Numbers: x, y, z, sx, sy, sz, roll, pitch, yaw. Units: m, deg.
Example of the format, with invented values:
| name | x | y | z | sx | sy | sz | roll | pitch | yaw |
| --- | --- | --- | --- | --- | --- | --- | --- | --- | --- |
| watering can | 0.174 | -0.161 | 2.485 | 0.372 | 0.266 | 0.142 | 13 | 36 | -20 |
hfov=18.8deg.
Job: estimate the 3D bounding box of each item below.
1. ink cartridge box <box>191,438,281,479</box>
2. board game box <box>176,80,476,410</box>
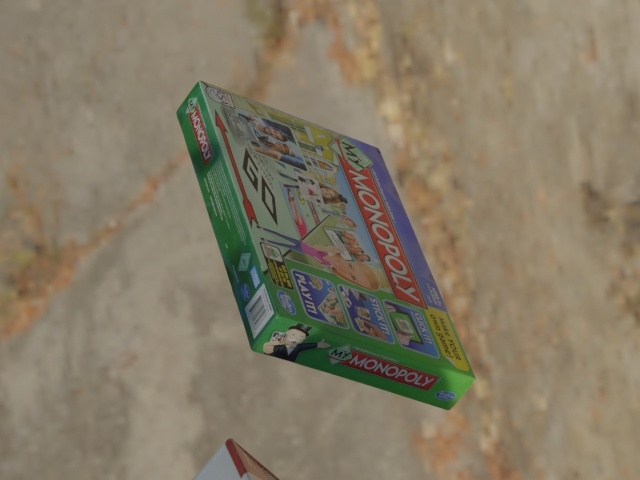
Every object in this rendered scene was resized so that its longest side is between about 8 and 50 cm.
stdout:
| name | x | y | z | sx | sy | sz | roll | pitch | yaw |
| --- | --- | --- | --- | --- | --- | --- | --- | --- | --- |
| ink cartridge box | -0.001 | 0.159 | 0.833 | 0.135 | 0.056 | 0.099 | 41 | -178 | -16 |
| board game box | 0.000 | 0.000 | 1.712 | 0.046 | 0.213 | 0.317 | -53 | 37 | 28 |
